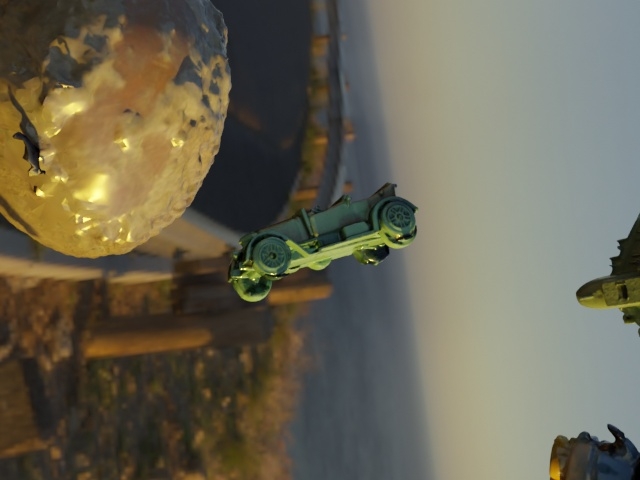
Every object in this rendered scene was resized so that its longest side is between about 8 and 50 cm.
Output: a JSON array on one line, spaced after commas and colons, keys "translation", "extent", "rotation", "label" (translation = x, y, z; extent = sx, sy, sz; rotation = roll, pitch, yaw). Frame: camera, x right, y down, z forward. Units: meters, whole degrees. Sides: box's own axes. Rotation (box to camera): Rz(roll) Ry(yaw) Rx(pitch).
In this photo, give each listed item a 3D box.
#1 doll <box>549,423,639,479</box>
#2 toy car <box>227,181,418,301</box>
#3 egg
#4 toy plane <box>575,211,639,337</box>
[{"translation": [0.433, 0.301, 1.461], "extent": [0.141, 0.314, 0.177], "rotation": [-47, 141, -59], "label": "doll"}, {"translation": [0.000, 0.000, 0.910], "extent": [0.054, 0.143, 0.073], "rotation": [71, -23, 9], "label": "toy car"}, {"translation": [-0.217, -0.140, 1.159], "extent": [0.279, 0.279, 0.310], "rotation": [-82, -177, -74], "label": "egg"}, {"translation": [0.166, 0.024, 0.633], "extent": [0.033, 0.083, 0.080], "rotation": [-15, 91, -48], "label": "toy plane"}]
